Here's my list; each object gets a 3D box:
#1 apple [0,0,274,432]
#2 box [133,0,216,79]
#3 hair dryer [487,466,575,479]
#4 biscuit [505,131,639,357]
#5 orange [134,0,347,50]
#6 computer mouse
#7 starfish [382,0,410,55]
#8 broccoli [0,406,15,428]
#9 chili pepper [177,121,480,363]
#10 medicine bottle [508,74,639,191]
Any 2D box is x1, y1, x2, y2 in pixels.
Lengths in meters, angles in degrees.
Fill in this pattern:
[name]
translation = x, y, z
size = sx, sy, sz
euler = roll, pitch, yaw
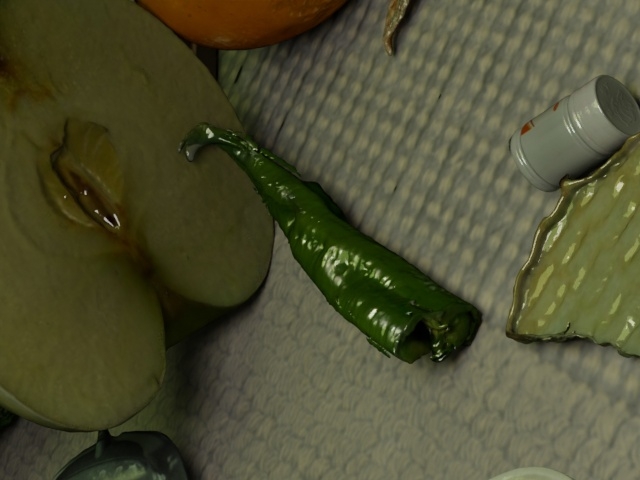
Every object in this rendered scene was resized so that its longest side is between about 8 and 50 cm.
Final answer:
[apple]
translation = -0.221, -0.043, 1.680
size = 0.311, 0.360, 0.320
euler = -33, 13, 4
[box]
translation = -0.201, -0.114, 1.972
size = 0.215, 0.086, 0.215
euler = -30, 50, 42
[hair dryer]
translation = 0.242, 0.151, 1.197
size = 0.362, 0.203, 0.128
euler = -49, 33, -3
[biscuit]
translation = 0.248, 0.005, 1.365
size = 0.273, 0.036, 0.187
euler = 13, 83, 55
[orange]
translation = -0.076, -0.295, 1.779
size = 0.246, 0.246, 0.246
euler = -29, 51, 42
[computer mouse]
translation = -0.169, 0.277, 1.708
size = 0.167, 0.090, 0.379
euler = -16, 57, 22
[starfish]
translation = 0.131, -0.291, 1.668
size = 0.231, 0.048, 0.295
euler = 27, 94, 55
[broccoli]
translation = -0.448, 0.115, 1.988
size = 0.321, 0.310, 0.413
euler = 53, 135, 38
[chili pepper]
translation = 0.000, 0.000, 1.632
size = 0.359, 0.085, 0.076
euler = 40, 148, 46
[medicine bottle]
translation = 0.192, -0.080, 1.465
size = 0.089, 0.057, 0.057
euler = -35, 47, 38
